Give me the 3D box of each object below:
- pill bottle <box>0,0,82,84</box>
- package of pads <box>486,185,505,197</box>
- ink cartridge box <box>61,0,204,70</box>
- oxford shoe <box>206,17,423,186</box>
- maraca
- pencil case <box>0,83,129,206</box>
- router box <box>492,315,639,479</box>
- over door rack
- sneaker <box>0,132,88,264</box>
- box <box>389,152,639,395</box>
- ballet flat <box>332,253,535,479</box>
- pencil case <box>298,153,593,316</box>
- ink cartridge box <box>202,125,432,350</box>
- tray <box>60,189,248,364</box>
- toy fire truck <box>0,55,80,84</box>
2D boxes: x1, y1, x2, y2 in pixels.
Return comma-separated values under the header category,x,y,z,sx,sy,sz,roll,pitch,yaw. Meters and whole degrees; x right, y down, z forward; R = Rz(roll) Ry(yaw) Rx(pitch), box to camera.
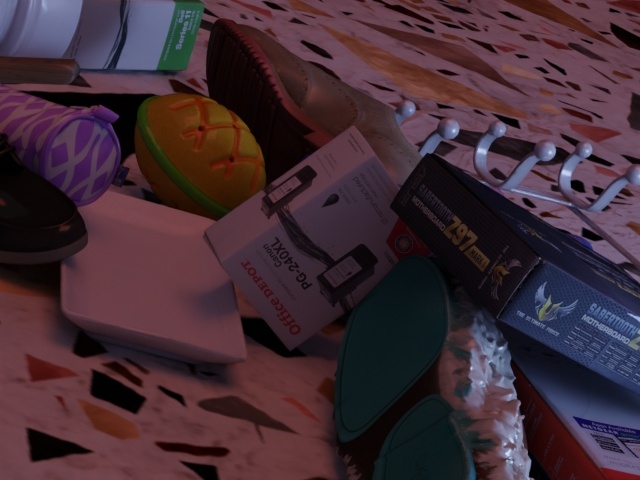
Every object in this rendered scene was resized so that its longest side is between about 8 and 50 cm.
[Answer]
category,x,y,z,sx,sy,sz,roll,pitch,yaw
pill bottle,-0.416,-0.239,1.622,0.392,0.224,0.224,-1,29,-47
package of pads,0.174,-0.036,1.957,0.050,0.032,0.083,13,21,-17
ink cartridge box,-0.256,-0.252,2.019,0.153,0.086,0.208,33,24,33
oxford shoe,-0.002,-0.107,1.811,0.130,0.123,0.348,-10,43,-29
maraca,-0.093,-0.059,1.665,0.185,0.099,0.127,45,28,-5
pencil case,-0.255,-0.093,1.547,0.206,0.088,0.086,21,2,39
router box,0.292,0.175,1.436,0.335,0.082,0.301,11,21,-24
over door rack,0.216,-0.030,1.816,0.240,0.108,0.324,11,30,-22
sneaker,-0.272,-0.068,1.439,0.222,0.118,0.083,25,36,28
box,0.183,0.037,1.394,0.233,0.059,0.183,28,13,-33
ballet flat,0.088,0.150,1.284,0.147,0.147,0.409,18,22,-8
pencil case,0.096,0.019,1.586,0.306,0.133,0.119,19,16,-6
ink cartridge box,0.000,0.000,1.467,0.109,0.150,0.063,53,3,-31
tray,-0.140,0.029,1.475,0.145,0.030,0.270,15,20,-13
toy fire truck,-0.293,-0.063,1.231,0.158,0.246,0.217,43,9,-27
